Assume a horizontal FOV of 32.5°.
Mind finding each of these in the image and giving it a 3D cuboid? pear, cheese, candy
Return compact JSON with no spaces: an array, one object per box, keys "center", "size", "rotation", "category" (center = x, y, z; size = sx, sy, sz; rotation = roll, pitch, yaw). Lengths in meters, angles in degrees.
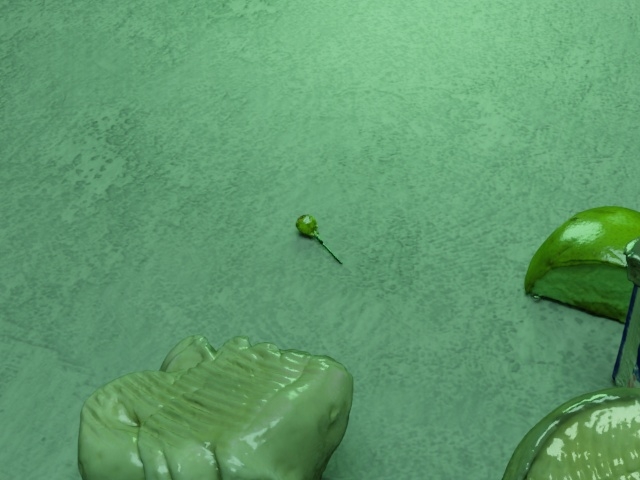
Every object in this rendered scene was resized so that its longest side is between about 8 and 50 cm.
[{"center":[0.508,0.013,1.806],"size":[0.288,0.139,0.239],"rotation":[18,41,18],"category":"pear"},{"center":[0.488,0.037,1.456],"size":[0.171,0.047,0.092],"rotation":[17,49,23],"category":"cheese"},{"center":[0.000,0.000,1.914],"size":[0.035,0.035,0.123],"rotation":[-44,62,6],"category":"candy"}]

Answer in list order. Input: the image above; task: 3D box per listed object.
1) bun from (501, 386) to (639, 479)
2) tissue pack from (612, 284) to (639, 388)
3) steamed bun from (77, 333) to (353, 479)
[{"center":[0.398,0.369,1.396],"size":[0.364,0.202,0.364],"rotation":[-1,77,5],"category":"bun"},{"center":[0.545,0.148,1.568],"size":[0.209,0.270,0.137],"rotation":[0,44,1],"category":"tissue pack"},{"center":[-0.137,0.290,1.500],"size":[0.339,0.247,0.352],"rotation":[8,37,34],"category":"steamed bun"}]
